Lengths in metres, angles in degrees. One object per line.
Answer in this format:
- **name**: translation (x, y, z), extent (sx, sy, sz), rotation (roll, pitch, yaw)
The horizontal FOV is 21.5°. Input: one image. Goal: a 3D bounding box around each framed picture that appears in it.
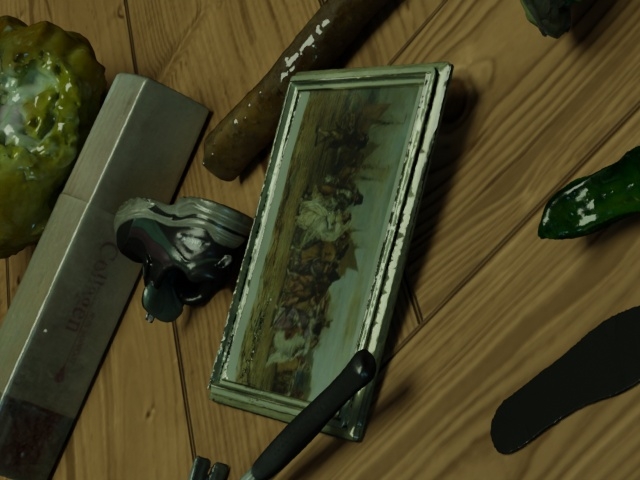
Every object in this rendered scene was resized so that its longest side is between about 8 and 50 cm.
- **framed picture**: translation (0.000, 0.000, 1.227), extent (0.217, 0.017, 0.274), rotation (3, 77, 57)

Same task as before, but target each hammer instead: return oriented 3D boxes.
- **hammer**: translation (-0.033, 0.147, 1.163), extent (0.246, 0.029, 0.103), rotation (-50, 31, 35)

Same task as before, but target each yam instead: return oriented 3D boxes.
- **yam**: translation (0.013, -0.167, 1.335), extent (0.327, 0.045, 0.045), rotation (-45, 1, 29)

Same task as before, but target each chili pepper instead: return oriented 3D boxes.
- **chili pepper**: translation (0.195, -0.025, 0.943), extent (0.182, 0.050, 0.073), rotation (9, 82, 61)

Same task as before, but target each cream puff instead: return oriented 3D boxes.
- **cream puff**: translation (-0.299, -0.082, 1.635), extent (0.281, 0.185, 0.282), rotation (-25, 36, 20)

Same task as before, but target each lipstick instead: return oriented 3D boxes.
- **lipstick**: translation (-0.215, 0.033, 1.506), extent (0.079, 0.076, 0.371), rotation (18, 84, 61)

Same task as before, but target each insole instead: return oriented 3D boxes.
- **insole**: translation (0.152, 0.080, 0.977), extent (0.152, 0.002, 0.053), rotation (-41, 37, 33)

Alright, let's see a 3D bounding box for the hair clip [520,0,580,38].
- **hair clip**: translation (0.140, -0.274, 1.156), extent (0.091, 0.138, 0.321), rotation (-21, 42, 9)

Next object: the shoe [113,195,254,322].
- **shoe**: translation (-0.123, 0.020, 1.385), extent (0.169, 0.071, 0.099), rotation (-6, 65, 52)
